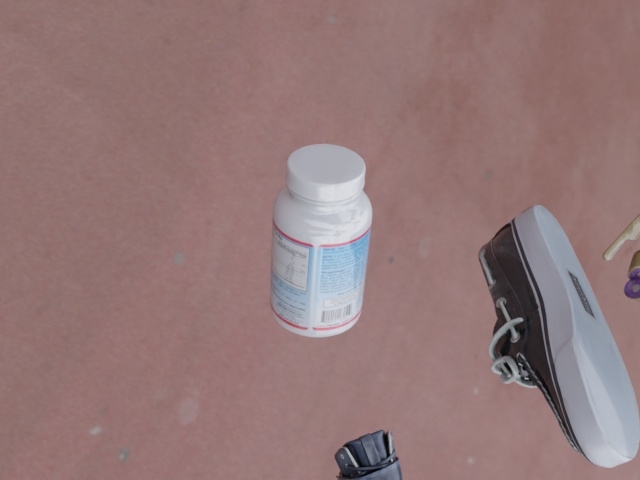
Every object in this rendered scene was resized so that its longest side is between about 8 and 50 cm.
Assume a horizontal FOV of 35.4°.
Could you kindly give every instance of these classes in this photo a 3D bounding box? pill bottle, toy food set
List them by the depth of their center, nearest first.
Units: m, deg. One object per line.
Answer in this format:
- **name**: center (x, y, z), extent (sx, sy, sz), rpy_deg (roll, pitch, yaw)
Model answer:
- **toy food set**: center (0.285, 0.035, 0.793), extent (0.122, 0.019, 0.078), rpy_deg (45, 80, -3)
- **pill bottle**: center (0.000, 0.000, 0.880), extent (0.087, 0.087, 0.160), rpy_deg (-33, 140, -40)

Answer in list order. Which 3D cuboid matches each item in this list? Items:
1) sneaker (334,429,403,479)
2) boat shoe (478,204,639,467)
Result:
- **sneaker**: center (0.086, 0.328, 1.258), extent (0.086, 0.226, 0.163), rpy_deg (-13, 94, -18)
- **boat shoe**: center (0.215, 0.097, 0.977), extent (0.113, 0.105, 0.306), rpy_deg (33, 32, -38)
